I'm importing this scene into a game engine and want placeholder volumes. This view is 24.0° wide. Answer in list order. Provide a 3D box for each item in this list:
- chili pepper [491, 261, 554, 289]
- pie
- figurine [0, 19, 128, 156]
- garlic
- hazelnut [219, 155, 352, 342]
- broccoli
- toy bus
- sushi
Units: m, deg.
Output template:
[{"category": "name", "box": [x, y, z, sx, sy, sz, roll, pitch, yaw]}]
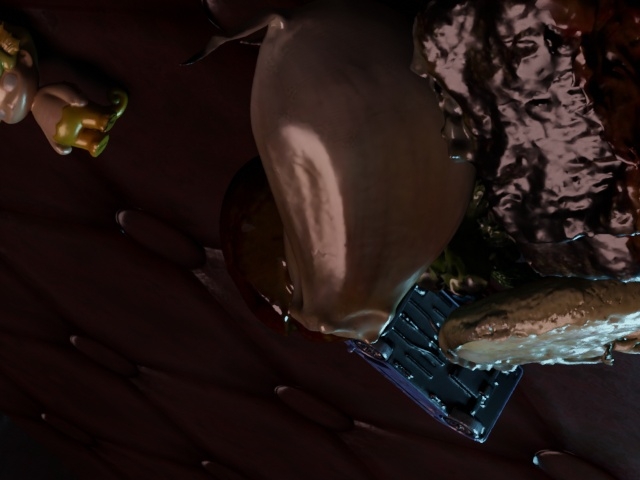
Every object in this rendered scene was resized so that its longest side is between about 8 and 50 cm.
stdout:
[{"category": "chili pepper", "box": [0.243, 0.026, 1.639, 0.073, 0.050, 0.182, 29, 161, -20]}, {"category": "pie", "box": [0.281, 0.081, 1.549, 0.338, 0.075, 0.337, -4, 165, -1]}, {"category": "figurine", "box": [-0.359, -0.183, 1.783, 0.246, 0.131, 0.156, 29, 123, 0]}, {"category": "garlic", "box": [0.008, -0.102, 1.440, 0.231, 0.246, 0.340, 36, 155, 60]}, {"category": "hazelnut", "box": [0.000, 0.000, 1.689, 0.234, 0.218, 0.218, 62, 153, 0]}, {"category": "broccoli", "box": [0.146, 0.008, 1.559, 0.167, 0.160, 0.154, 14, 127, -9]}, {"category": "toy bus", "box": [0.123, 0.129, 1.890, 0.133, 0.125, 0.292, 13, 157, 51]}, {"category": "sushi", "box": [0.208, -0.100, 1.169, 0.182, 0.196, 0.343, 7, 133, 56]}]
